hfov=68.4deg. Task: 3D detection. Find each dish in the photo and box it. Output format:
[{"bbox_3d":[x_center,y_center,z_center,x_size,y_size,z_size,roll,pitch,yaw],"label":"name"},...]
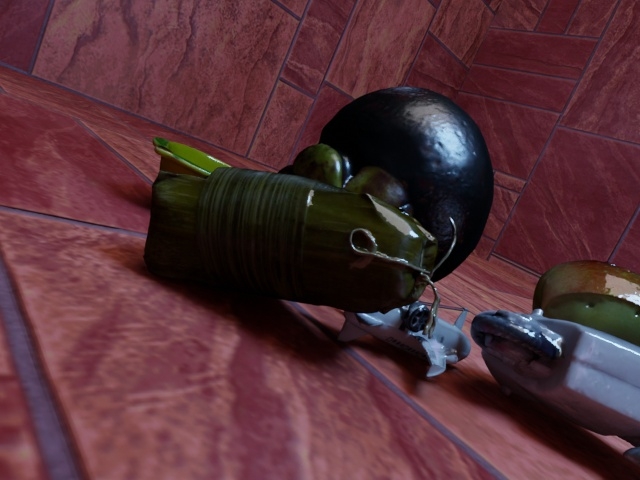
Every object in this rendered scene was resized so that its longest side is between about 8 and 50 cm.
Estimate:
[{"bbox_3d":[-0.155,-0.067,0.638,0.148,0.080,0.207,34,11,29],"label":"dish"}]

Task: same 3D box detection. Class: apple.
[{"bbox_3d":[0.376,0.123,0.614,0.188,0.174,0.207,8,-42,22],"label":"apple"}]

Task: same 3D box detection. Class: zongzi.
[{"bbox_3d":[0.000,0.000,0.456,0.247,0.111,0.241,10,4,15],"label":"zongzi"}]

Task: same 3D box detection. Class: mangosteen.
[{"bbox_3d":[0.088,-0.070,0.694,0.313,0.297,0.297,-11,7,5],"label":"mangosteen"}]

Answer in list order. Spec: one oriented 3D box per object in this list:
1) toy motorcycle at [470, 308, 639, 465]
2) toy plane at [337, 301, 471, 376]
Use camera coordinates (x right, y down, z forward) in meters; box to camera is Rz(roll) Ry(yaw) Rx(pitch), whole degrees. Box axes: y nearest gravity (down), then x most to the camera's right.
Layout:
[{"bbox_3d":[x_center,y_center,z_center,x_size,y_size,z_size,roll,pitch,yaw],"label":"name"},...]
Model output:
[{"bbox_3d":[0.262,0.134,0.447,0.260,0.110,0.171,24,-8,12],"label":"toy motorcycle"},{"bbox_3d":[0.087,0.084,0.456,0.171,0.066,0.162,14,10,-28],"label":"toy plane"}]
